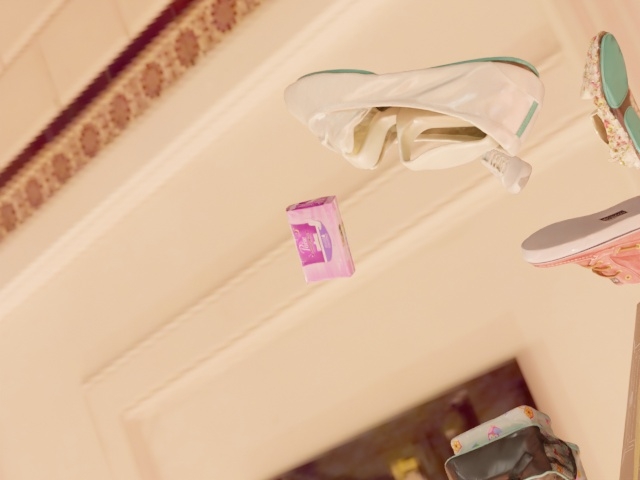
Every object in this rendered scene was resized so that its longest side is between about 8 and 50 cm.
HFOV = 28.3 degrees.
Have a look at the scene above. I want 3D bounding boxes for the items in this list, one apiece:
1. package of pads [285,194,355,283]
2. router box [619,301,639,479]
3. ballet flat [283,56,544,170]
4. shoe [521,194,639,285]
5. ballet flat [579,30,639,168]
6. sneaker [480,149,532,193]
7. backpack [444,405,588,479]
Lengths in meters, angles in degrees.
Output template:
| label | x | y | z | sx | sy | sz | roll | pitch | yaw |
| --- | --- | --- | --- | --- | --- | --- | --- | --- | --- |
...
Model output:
| label | x | y | z | sx | sy | sz | roll | pitch | yaw |
| --- | --- | --- | --- | --- | --- | --- | --- | --- | --- |
| package of pads | 0.000 | 0.000 | 1.252 | 0.050 | 0.083 | 0.032 | -10 | -161 | 17 |
| router box | 0.482 | 0.211 | 1.740 | 0.081 | 0.309 | 0.243 | 9 | 165 | 4 |
| ballet flat | 0.096 | -0.153 | 1.629 | 0.400 | 0.139 | 0.139 | 0 | -177 | 39 |
| shoe | 0.296 | 0.015 | 1.335 | 0.178 | 0.081 | 0.063 | -19 | -159 | -18 |
| ballet flat | 0.452 | -0.214 | 1.996 | 0.077 | 0.241 | 0.091 | -2 | -148 | 44 |
| sneaker | 0.279 | -0.116 | 1.961 | 0.061 | 0.152 | 0.054 | 24 | 105 | -20 |
| backpack | 0.281 | 0.324 | 1.771 | 0.165 | 0.144 | 0.188 | -33 | 135 | 25 |
